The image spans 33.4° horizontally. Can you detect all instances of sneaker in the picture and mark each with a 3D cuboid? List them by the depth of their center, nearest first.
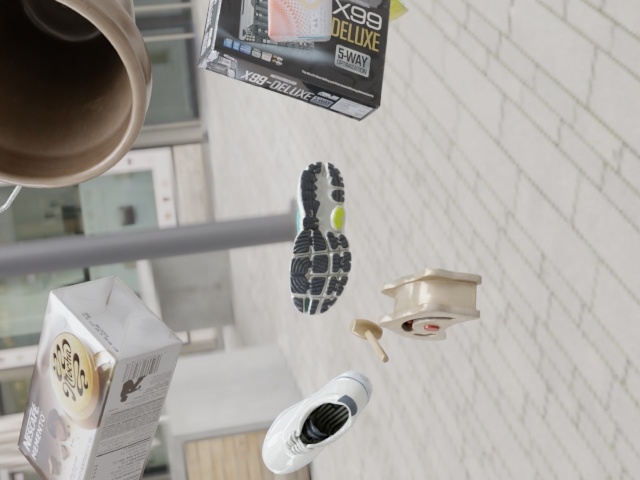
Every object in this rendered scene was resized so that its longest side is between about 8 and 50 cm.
[{"bbox_3d":[-0.022,0.303,1.720,0.258,0.094,0.091,-49,-5,31],"label":"sneaker"},{"bbox_3d":[0.000,0.000,1.880,0.110,0.107,0.275,117,159,-74],"label":"sneaker"}]

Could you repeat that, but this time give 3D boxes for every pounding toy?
[{"bbox_3d":[0.186,0.156,1.925,0.269,0.154,0.154,-24,56,54],"label":"pounding toy"}]

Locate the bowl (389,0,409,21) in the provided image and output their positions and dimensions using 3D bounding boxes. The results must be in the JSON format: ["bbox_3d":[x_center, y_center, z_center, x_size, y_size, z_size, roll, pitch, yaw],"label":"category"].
[{"bbox_3d":[0.037,-0.547,2.273,0.289,0.156,0.289,47,-167,-14],"label":"bowl"}]

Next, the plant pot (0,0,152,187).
[{"bbox_3d":[-0.308,-0.225,1.194,0.229,0.263,0.263,-86,-1,-51],"label":"plant pot"}]

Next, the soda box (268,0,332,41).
[{"bbox_3d":[-0.019,-0.285,1.029,0.058,0.063,0.183,-90,0,-82],"label":"soda box"}]

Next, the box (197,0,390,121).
[{"bbox_3d":[-0.036,-0.361,1.795,0.076,0.307,0.242,-31,47,59],"label":"box"}]

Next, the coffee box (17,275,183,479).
[{"bbox_3d":[-0.322,0.224,1.532,0.168,0.119,0.297,40,124,31],"label":"coffee box"}]

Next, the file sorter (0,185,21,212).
[{"bbox_3d":[-0.590,-0.203,1.760,0.193,0.173,0.277,-48,50,34],"label":"file sorter"}]
